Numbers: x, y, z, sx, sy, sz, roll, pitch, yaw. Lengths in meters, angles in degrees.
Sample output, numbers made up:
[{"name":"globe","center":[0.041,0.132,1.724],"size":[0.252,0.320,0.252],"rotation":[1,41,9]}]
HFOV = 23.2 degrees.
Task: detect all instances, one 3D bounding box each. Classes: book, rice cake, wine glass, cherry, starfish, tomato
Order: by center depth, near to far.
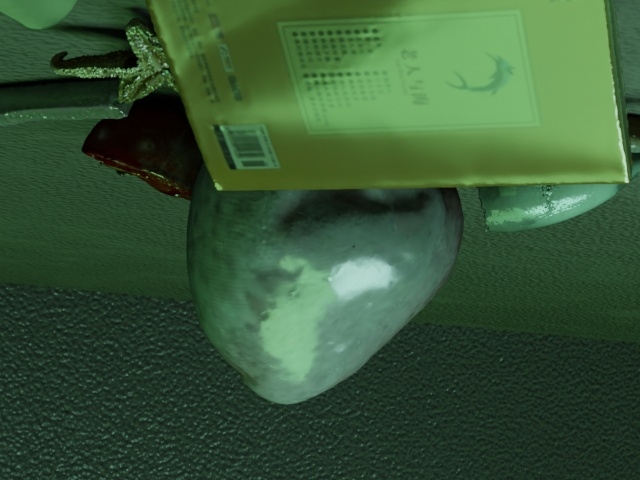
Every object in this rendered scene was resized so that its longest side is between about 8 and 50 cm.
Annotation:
[{"name":"book","center":[0.058,-0.145,1.314],"size":[0.389,0.032,0.269],"rotation":[0,134,17]},{"name":"starfish","center":[-0.149,-0.175,1.565],"size":[0.241,0.043,0.227],"rotation":[1,172,-8]},{"name":"wine glass","center":[0.304,-0.105,1.602],"size":[0.310,0.096,0.264],"rotation":[-11,159,10]},{"name":"rice cake","center":[-0.297,-0.152,1.721],"size":[0.207,0.047,0.036],"rotation":[-3,162,23]},{"name":"cherry","center":[-0.007,-0.004,1.729],"size":[0.291,0.335,0.326],"rotation":[40,171,34]},{"name":"tomato","center":[-0.187,-0.108,1.794],"size":[0.139,0.091,0.159],"rotation":[17,170,41]}]

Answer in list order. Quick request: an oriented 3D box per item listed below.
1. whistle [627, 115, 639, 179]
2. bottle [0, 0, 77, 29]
[{"name":"whistle","center":[0.305,-0.115,1.760],"size":[0.220,0.057,0.107],"rotation":[16,149,-37]},{"name":"bottle","center":[-0.269,-0.229,1.220],"size":[0.072,0.072,0.201],"rotation":[-2,168,22]}]
